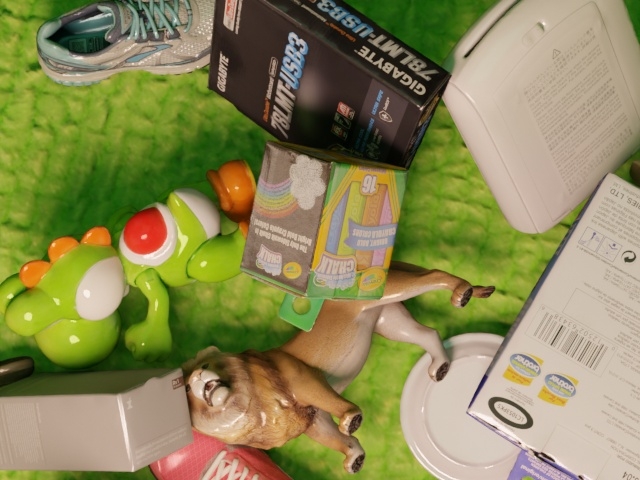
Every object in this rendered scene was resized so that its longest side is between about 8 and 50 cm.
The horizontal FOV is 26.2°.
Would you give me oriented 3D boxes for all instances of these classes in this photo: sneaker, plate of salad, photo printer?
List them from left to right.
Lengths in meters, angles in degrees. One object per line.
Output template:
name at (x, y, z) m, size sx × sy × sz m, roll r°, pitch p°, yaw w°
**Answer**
sneaker at (-0.447, 0.208, 1.767) m, size 0.188 × 0.066 × 0.071 m, roll -21°, pitch 96°, yaw 2°
sneaker at (-0.240, -0.275, 1.819) m, size 0.283 × 0.122 × 0.110 m, roll -16°, pitch 79°, yaw -2°
sneaker at (-0.074, 0.314, 1.690) m, size 0.314 × 0.136 × 0.116 m, roll 30°, pitch 80°, yaw 7°
plate of salad at (0.201, 0.217, 1.749) m, size 0.200 × 0.048 × 0.199 m, roll -1°, pitch 84°, yaw 7°
photo printer at (0.283, -0.186, 1.702) m, size 0.256 × 0.307 × 0.107 m, roll -43°, pitch 45°, yaw -7°

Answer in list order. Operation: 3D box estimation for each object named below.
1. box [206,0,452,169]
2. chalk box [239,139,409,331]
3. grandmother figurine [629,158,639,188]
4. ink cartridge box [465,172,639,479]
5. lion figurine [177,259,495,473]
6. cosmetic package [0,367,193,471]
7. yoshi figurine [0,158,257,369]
box at (-0.003, -0.197, 1.710) m, size 0.293 × 0.295 × 0.073 m, roll 35°, pitch 67°, yaw 6°
chalk box at (0.000, 0.000, 1.656) m, size 0.132 × 0.132 × 0.213 m, roll 22°, pitch 104°, yaw 46°
grandmother figurine at (0.578, -0.141, 1.785) m, size 0.342 × 0.104 × 0.207 m, roll -36°, pitch 106°, yaw -4°
ink cartridge box at (0.353, 0.155, 1.635) m, size 0.270 × 0.151 × 0.395 m, roll 30°, pitch 89°, yaw 10°
lion figurine at (0.014, 0.133, 1.728) m, size 0.240 × 0.142 × 0.392 m, roll 30°, pitch 58°, yaw 35°
cosmetic package at (-0.285, 0.215, 1.661) m, size 0.238 × 0.127 × 0.107 m, roll -2°, pitch 99°, yaw 34°
yoshi figurine at (-0.226, 0.048, 1.739) m, size 0.362 × 0.203 × 0.203 m, roll -22°, pitch 101°, yaw -18°
